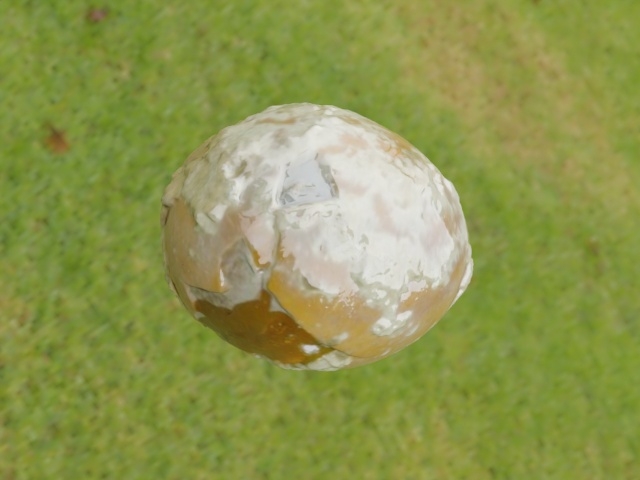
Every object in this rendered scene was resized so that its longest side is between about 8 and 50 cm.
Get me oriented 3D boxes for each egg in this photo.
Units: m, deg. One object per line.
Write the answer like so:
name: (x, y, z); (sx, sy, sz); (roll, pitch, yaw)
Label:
egg: (0.000, 0.000, 1.295); (0.233, 0.195, 0.195); (20, 51, -31)
